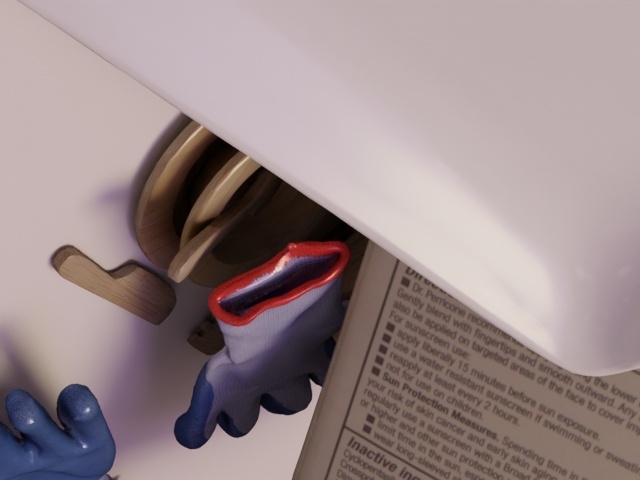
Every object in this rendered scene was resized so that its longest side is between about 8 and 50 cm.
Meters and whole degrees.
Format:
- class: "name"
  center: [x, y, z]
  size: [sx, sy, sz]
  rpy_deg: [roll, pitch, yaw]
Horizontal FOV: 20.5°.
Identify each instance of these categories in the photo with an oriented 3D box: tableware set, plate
- class: "tableware set"
  center: [0.000, 0.000, 0.650]
  size: [0.128, 0.039, 0.194]
  rpy_deg: [-46, 154, 3]
- class: "plate"
  center: [0.073, -0.077, 0.374]
  size: [0.277, 0.045, 0.278]
  rpy_deg: [34, 143, -29]

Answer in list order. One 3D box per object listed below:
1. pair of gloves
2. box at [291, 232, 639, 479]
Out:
- class: "pair of gloves"
  center: [-0.062, 0.060, 0.627]
  size: [0.198, 0.023, 0.159]
  rpy_deg: [-25, 160, -7]
- class: "box"
  center: [0.092, 0.035, 0.597]
  size: [0.121, 0.148, 0.311]
  rpy_deg: [-35, 148, -56]
